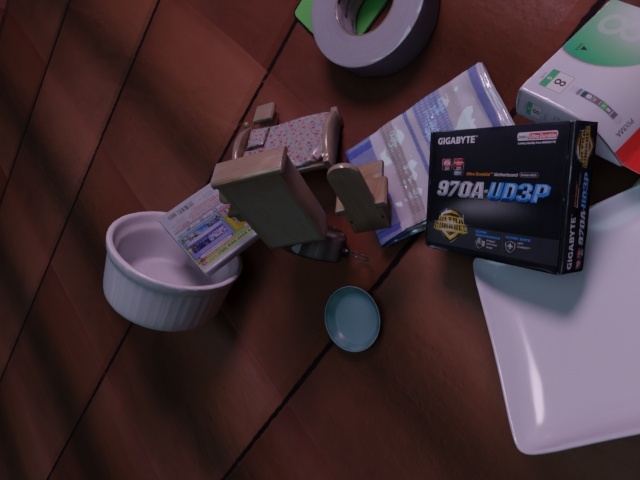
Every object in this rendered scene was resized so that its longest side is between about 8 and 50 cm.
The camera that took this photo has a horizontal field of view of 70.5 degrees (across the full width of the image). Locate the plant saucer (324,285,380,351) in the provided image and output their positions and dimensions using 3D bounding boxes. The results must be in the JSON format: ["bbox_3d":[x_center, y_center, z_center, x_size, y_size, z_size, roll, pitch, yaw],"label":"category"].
[{"bbox_3d":[0.062,0.143,0.832,0.119,0.021,0.119,-1,89,36],"label":"plant saucer"}]

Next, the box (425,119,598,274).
[{"bbox_3d":[0.236,-0.062,0.599,0.220,0.051,0.175,17,109,58],"label":"box"}]

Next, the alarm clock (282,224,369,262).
[{"bbox_3d":[0.000,0.000,0.822,0.192,0.129,0.064,22,100,15],"label":"alarm clock"}]

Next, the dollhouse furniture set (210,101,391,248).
[{"bbox_3d":[-0.039,-0.187,0.769,0.303,0.174,0.355,-9,53,22],"label":"dollhouse furniture set"}]

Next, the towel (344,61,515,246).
[{"bbox_3d":[0.180,-0.132,0.747,0.285,0.034,0.209,-28,72,32],"label":"towel"}]

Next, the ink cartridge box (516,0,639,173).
[{"bbox_3d":[0.386,-0.176,0.538,0.181,0.056,0.225,-44,58,-7],"label":"ink cartridge box"}]

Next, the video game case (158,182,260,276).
[{"bbox_3d":[-0.204,-0.048,0.951,0.212,0.023,0.193,-39,58,-17],"label":"video game case"}]

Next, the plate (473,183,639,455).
[{"bbox_3d":[0.331,0.081,0.515,0.277,0.045,0.278,-29,40,31],"label":"plate"}]

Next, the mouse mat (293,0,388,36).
[{"bbox_3d":[0.036,-0.457,0.879,0.152,0.007,0.189,-49,62,25],"label":"mouse mat"}]

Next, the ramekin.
[{"bbox_3d":[-0.318,0.066,0.965,0.277,0.277,0.135,41,119,30],"label":"ramekin"}]

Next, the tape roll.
[{"bbox_3d":[0.092,-0.403,0.788,0.219,0.072,0.219,2,93,34],"label":"tape roll"}]

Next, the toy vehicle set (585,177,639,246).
[{"bbox_3d":[0.412,0.044,0.569,0.166,0.035,0.267,45,114,28],"label":"toy vehicle set"}]
